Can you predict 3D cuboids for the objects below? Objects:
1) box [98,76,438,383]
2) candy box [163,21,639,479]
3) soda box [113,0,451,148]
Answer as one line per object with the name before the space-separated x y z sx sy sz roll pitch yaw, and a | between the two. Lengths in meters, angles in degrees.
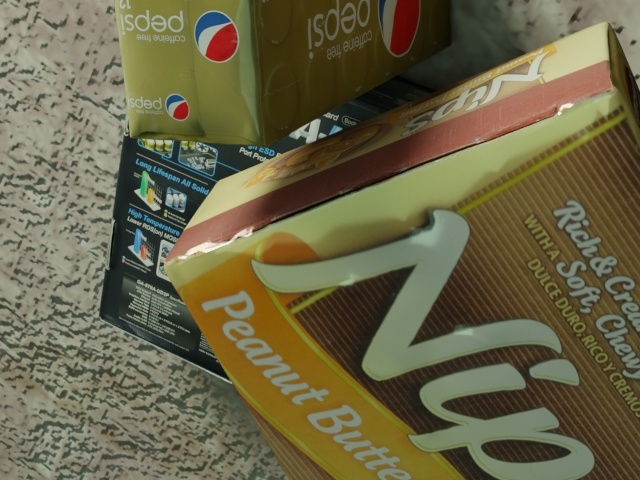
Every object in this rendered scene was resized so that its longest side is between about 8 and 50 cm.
box | 0.000 0.000 0.589 0.220 0.051 0.175 22 119 19
candy box | 0.094 0.092 0.504 0.183 0.087 0.316 -21 109 20
soda box | -0.006 -0.090 0.477 0.058 0.181 0.061 7 112 26
